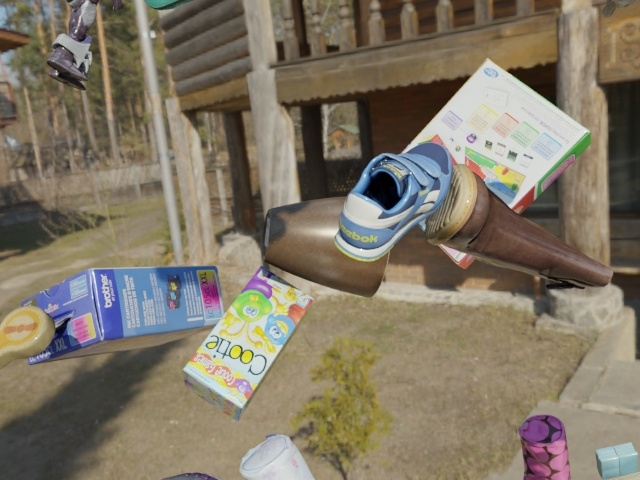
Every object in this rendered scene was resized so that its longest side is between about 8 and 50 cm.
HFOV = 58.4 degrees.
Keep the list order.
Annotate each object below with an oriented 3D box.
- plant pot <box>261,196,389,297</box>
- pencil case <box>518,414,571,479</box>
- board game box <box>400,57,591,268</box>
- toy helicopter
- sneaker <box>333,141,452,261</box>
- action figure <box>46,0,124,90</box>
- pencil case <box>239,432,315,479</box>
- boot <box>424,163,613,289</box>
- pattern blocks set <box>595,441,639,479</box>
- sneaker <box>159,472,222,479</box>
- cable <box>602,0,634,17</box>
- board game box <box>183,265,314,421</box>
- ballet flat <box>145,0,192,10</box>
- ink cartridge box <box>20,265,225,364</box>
[{"bbox_3d":[0.000,0.000,1.184,0.230,0.215,0.215,7,8,-12],"label":"plant pot"},{"bbox_3d":[0.466,0.453,1.196,0.098,0.209,0.095,10,40,38],"label":"pencil case"},{"bbox_3d":[0.291,-0.143,1.068,0.242,0.316,0.064,49,12,27],"label":"board game box"},{"bbox_3d":[-0.590,0.212,0.895,0.355,0.140,0.235,-35,57,-15],"label":"toy helicopter"},{"bbox_3d":[0.066,-0.044,0.458,0.053,0.059,0.144,27,52,23],"label":"sneaker"},{"bbox_3d":[-0.462,-0.451,1.126,0.099,0.285,0.185,17,-7,-40],"label":"action figure"},{"bbox_3d":[-0.054,0.528,1.142,0.124,0.273,0.113,-27,7,23],"label":"pencil case"},{"bbox_3d":[0.223,-0.005,0.631,0.206,0.090,0.248,21,2,8],"label":"boot"},{"bbox_3d":[0.474,0.368,0.801,0.285,0.325,0.026,-8,36,3],"label":"pattern blocks set"},{"bbox_3d":[-0.130,0.288,0.615,0.223,0.098,0.083,-3,52,29],"label":"sneaker"},{"bbox_3d":[0.311,-0.290,0.482,0.139,0.072,0.287,13,-8,13],"label":"cable"},{"bbox_3d":[-0.153,0.218,1.227,0.142,0.144,0.275,32,61,6],"label":"board game box"},{"bbox_3d":[-0.240,-0.533,1.157,0.247,0.083,0.087,-10,39,11],"label":"ballet flat"},{"bbox_3d":[-0.443,0.158,1.236,0.270,0.151,0.395,-21,-15,33],"label":"ink cartridge box"}]
